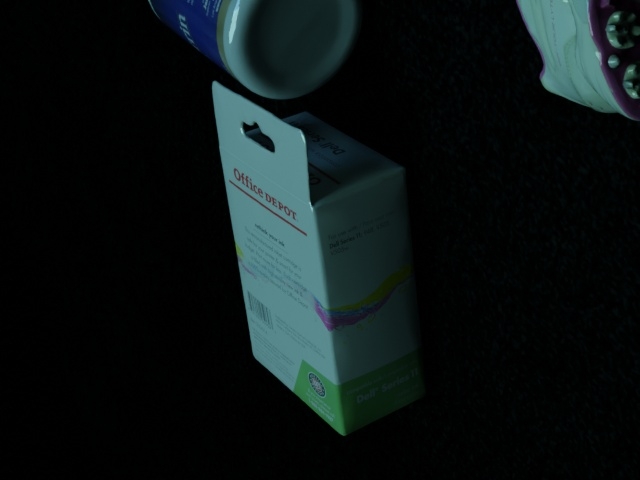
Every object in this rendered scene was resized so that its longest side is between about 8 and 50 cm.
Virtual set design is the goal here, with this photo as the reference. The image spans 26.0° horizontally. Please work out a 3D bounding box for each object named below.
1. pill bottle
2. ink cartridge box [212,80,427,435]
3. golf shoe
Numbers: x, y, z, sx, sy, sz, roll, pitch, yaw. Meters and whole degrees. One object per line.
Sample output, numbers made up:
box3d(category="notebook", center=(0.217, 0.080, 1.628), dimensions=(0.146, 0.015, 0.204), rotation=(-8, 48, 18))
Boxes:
box3d(category="pill bottle", center=(-0.086, -0.259, 1.406), dimensions=(0.264, 0.153, 0.153), rotation=(41, 143, 46))
box3d(category="ink cartridge box", center=(0.000, 0.000, 1.473), dimensions=(0.207, 0.119, 0.353), rotation=(35, 140, 50))
box3d(category="golf shoe", center=(0.169, -0.230, 0.972), dimensions=(0.140, 0.115, 0.306), rotation=(9, 117, 65))
